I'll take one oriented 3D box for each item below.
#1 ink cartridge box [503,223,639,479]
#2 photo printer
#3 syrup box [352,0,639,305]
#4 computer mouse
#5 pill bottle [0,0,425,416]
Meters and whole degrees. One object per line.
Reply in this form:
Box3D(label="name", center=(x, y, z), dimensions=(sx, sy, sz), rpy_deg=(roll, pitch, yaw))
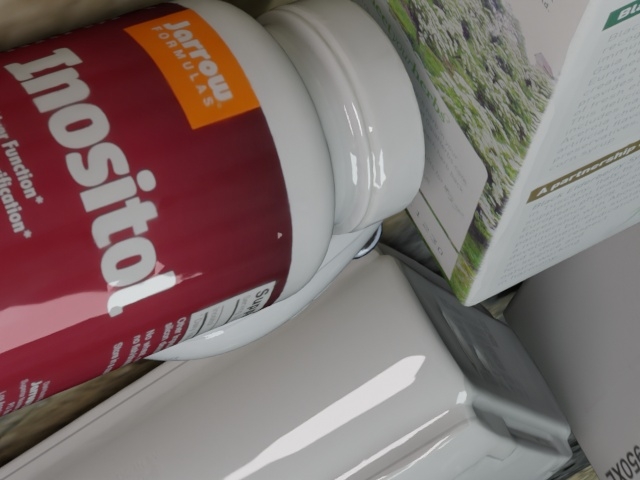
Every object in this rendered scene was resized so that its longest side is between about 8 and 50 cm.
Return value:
Box3D(label="ink cartridge box", center=(0.322, -0.027, 0.857), dimensions=(0.395, 0.166, 0.285), rpy_deg=(-24, 161, -21))
Box3D(label="photo printer", center=(-0.047, 0.131, 0.800), dimensions=(0.307, 0.107, 0.256), rpy_deg=(-33, 162, 11))
Box3D(label="syrup box", center=(0.069, -0.079, 0.439), dimensions=(0.096, 0.093, 0.237), rpy_deg=(-25, 161, -15))
Box3D(label="computer mouse", center=(0.000, 0.000, 0.597), dimensions=(0.193, 0.042, 0.106), rpy_deg=(-26, -178, -7))
Box3D(label="pill bottle", center=(-0.053, -0.013, 0.440), dimensions=(0.152, 0.086, 0.086), rpy_deg=(-22, 161, -26))
